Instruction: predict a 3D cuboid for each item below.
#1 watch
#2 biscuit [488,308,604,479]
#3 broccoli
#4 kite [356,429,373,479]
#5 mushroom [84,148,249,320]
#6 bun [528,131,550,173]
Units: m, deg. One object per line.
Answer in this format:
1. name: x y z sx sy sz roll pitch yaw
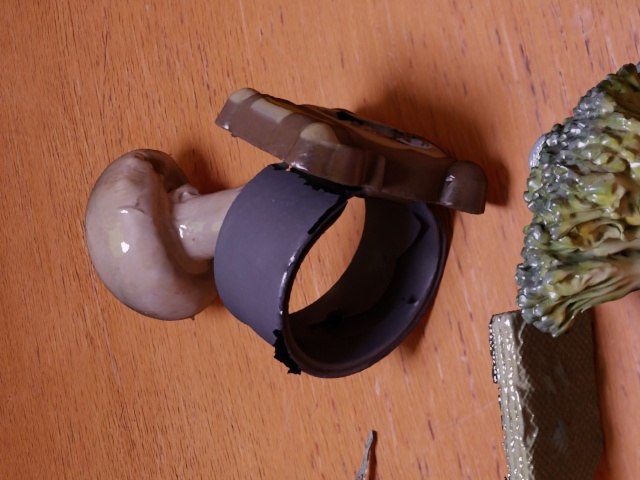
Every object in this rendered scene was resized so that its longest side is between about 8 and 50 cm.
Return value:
1. watch: 0.000 0.000 1.418 0.314 0.335 0.327 30 106 42
2. biscuit: 0.269 0.199 1.270 0.052 0.150 0.252 -5 90 50
3. broccoli: 0.331 -0.031 1.132 0.245 0.248 0.288 23 121 22
4. kite: 0.043 0.398 1.593 0.229 0.012 0.250 -4 70 69
5. mushroom: -0.219 -0.026 1.762 0.290 0.292 0.293 -20 77 15
6. bun: 0.287 -0.094 1.301 0.083 0.045 0.083 6 98 51
